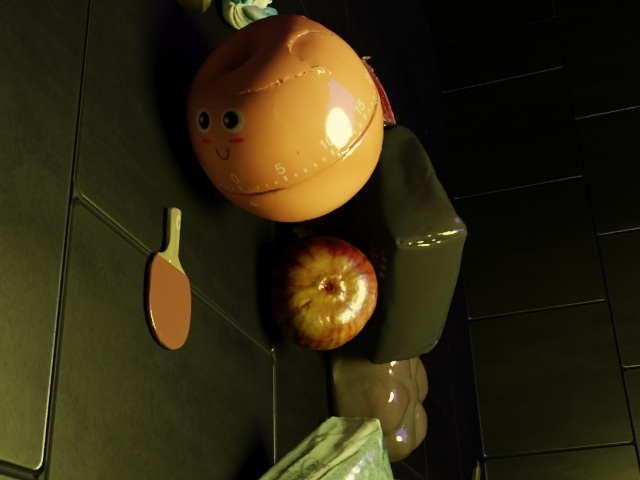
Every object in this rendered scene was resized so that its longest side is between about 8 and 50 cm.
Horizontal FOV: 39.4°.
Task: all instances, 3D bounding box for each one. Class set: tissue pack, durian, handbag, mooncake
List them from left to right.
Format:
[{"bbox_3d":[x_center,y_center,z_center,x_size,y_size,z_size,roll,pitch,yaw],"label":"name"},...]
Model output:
[{"bbox_3d":[-0.004,-0.061,1.389,0.146,0.102,0.208,48,38,-72],"label":"durian"},{"bbox_3d":[0.017,0.396,1.035,0.228,0.103,0.316,-32,114,-47],"label":"tissue pack"},{"bbox_3d":[0.098,0.251,1.508,0.245,0.133,0.245,-5,90,-69],"label":"mooncake"},{"bbox_3d":[0.090,0.002,1.374,0.302,0.177,0.275,94,-24,-47],"label":"handbag"}]

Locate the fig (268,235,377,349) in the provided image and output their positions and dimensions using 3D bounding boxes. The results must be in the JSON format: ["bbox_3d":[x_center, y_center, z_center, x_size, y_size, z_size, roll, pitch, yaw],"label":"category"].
[{"bbox_3d":[-0.004,0.061,1.246,0.202,0.148,0.149,-129,-131,-60],"label":"fig"}]

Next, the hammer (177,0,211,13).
[{"bbox_3d":[-0.126,-0.377,1.146,0.159,0.041,0.227,98,10,-57],"label":"hammer"}]

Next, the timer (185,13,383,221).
[{"bbox_3d":[-0.043,-0.143,1.058,0.215,0.229,0.230,58,25,-31],"label":"timer"}]

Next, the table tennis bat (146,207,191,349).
[{"bbox_3d":[-0.158,0.038,0.937,0.087,0.013,0.157,48,37,-59],"label":"table tennis bat"}]

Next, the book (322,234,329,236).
[{"bbox_3d":[0.001,0.000,1.514,0.111,0.014,0.077,-56,134,-68],"label":"book"}]

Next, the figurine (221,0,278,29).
[{"bbox_3d":[-0.097,-0.334,1.256,0.114,0.079,0.114,28,21,-12],"label":"figurine"}]

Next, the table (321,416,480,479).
[{"bbox_3d":[0.100,0.424,1.288,0.249,0.317,0.318,-96,172,-75],"label":"table"}]

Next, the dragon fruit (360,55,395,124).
[{"bbox_3d":[0.063,-0.239,1.646,0.282,0.147,0.211,3,78,-76],"label":"dragon fruit"}]
